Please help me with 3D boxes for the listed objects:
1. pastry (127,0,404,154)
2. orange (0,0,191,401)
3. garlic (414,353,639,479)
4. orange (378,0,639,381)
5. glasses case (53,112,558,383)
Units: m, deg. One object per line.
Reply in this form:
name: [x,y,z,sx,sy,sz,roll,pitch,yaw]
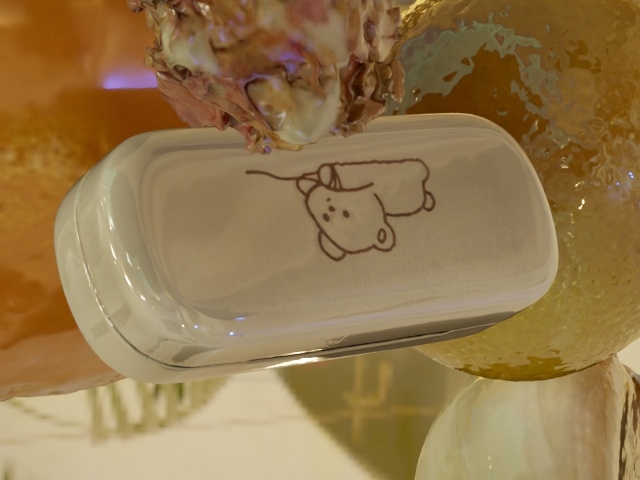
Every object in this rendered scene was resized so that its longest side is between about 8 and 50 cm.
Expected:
pastry: [-0.014,-0.099,0.511,0.087,0.169,0.063,18,160,-32]
orange: [-0.134,-0.078,0.865,0.312,0.312,0.312,2,-176,0]
garlic: [0.154,0.229,1.294,0.249,0.286,0.313,28,-140,-5]
orange: [0.112,-0.038,1.088,0.236,0.236,0.236,2,-176,0]
glasses case: [0.000,0.000,0.711,0.196,0.083,0.050,-8,160,-38]
